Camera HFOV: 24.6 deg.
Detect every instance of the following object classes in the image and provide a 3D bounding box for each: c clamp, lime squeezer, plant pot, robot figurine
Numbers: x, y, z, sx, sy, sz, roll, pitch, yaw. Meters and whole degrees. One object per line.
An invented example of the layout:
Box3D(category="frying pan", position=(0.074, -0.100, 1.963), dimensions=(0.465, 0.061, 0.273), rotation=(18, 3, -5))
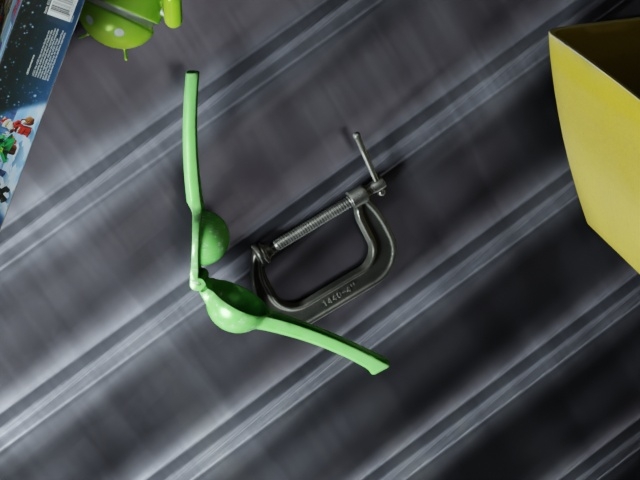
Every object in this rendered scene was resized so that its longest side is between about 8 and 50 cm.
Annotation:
Box3D(category="c clamp", position=(0.000, 0.000, 1.314), dimensions=(0.160, 0.022, 0.137), rotation=(-36, 118, -6))
Box3D(category="lime squeezer", position=(-0.069, 0.012, 1.257), dimensions=(0.110, 0.059, 0.310), rotation=(-26, 104, 27))
Box3D(category="plant pot", position=(0.336, -0.080, 1.308), dimensions=(0.212, 0.212, 0.187), rotation=(-10, 119, -15))
Box3D(category="robot figurine", position=(-0.154, -0.207, 1.187), dimensions=(0.101, 0.067, 0.115), rotation=(24, 95, 7))

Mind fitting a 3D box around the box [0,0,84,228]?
Box3D(category="box", position=(-0.241, -0.113, 1.118), dimensions=(0.044, 0.159, 0.233), rotation=(18, 106, -21))
